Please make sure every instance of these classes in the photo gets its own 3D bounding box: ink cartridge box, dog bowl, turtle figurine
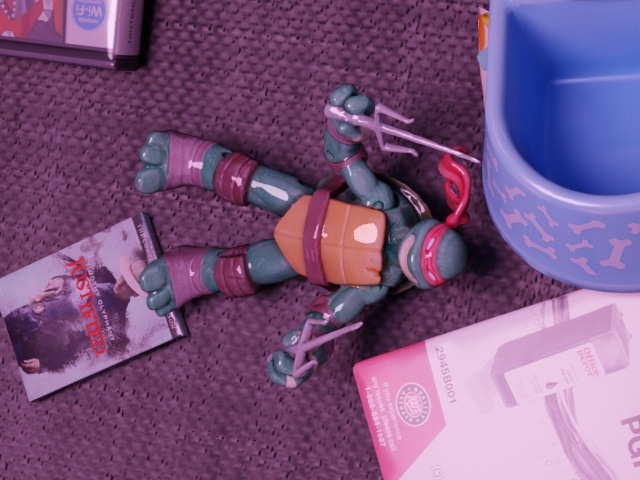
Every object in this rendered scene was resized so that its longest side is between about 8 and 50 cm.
[{"bbox_3d":[0.147,0.112,1.109,0.218,0.092,0.159,-19,78,17],"label":"ink cartridge box"},{"bbox_3d":[0.166,-0.122,1.081,0.166,0.074,0.297,-2,64,15],"label":"dog bowl"},{"bbox_3d":[0.000,0.000,1.164,0.234,0.118,0.175,7,88,34],"label":"turtle figurine"}]

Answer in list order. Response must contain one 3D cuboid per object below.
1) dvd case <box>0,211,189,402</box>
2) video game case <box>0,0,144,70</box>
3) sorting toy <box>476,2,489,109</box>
[{"bbox_3d":[-0.150,0.044,1.277,0.119,0.013,0.087,-23,77,18],"label":"dvd case"},{"bbox_3d":[-0.231,-0.250,1.299,0.274,0.035,0.248,9,98,25],"label":"video game case"},{"bbox_3d":[0.126,-0.097,1.170,0.083,0.045,0.075,9,108,23],"label":"sorting toy"}]
